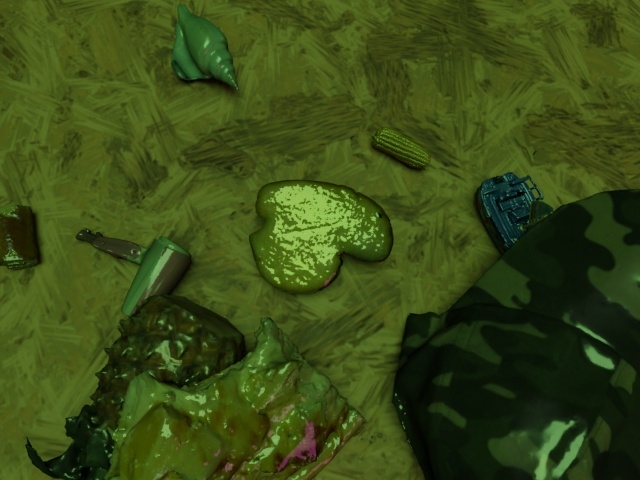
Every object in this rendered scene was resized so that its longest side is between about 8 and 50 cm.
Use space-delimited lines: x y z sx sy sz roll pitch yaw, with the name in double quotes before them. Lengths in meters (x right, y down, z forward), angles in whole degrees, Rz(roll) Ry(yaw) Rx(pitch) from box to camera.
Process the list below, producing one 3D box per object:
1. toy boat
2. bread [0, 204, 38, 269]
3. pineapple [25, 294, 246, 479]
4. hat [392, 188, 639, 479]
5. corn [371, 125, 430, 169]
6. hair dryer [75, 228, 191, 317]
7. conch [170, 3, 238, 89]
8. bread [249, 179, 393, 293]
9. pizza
"toy boat" 0.278 -0.018 0.580 0.091 0.110 0.174 -18 77 -11
"bread" -0.402 -0.005 0.581 0.047 0.036 0.083 -11 74 -22
"pineapple" -0.213 0.211 0.480 0.170 0.141 0.309 32 81 -23
"hat" 0.284 0.150 0.456 0.366 0.381 0.257 36 33 8
"corn" 0.118 -0.135 0.644 0.092 0.037 0.037 32 75 4
"hair dryer" -0.256 0.026 0.580 0.154 0.054 0.106 29 79 16
"conch" -0.175 -0.281 0.664 0.065 0.088 0.180 -14 61 -52
"bread" 0.000 0.000 0.590 0.188 0.065 0.149 9 85 -3
"pizza" -0.079 0.204 0.432 0.324 0.090 0.222 -19 116 -32
